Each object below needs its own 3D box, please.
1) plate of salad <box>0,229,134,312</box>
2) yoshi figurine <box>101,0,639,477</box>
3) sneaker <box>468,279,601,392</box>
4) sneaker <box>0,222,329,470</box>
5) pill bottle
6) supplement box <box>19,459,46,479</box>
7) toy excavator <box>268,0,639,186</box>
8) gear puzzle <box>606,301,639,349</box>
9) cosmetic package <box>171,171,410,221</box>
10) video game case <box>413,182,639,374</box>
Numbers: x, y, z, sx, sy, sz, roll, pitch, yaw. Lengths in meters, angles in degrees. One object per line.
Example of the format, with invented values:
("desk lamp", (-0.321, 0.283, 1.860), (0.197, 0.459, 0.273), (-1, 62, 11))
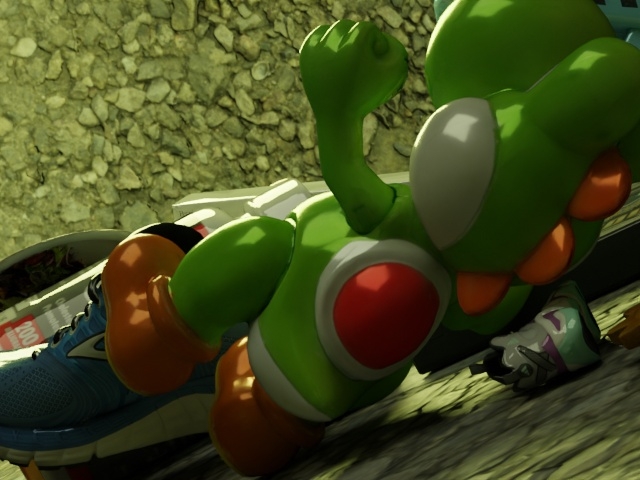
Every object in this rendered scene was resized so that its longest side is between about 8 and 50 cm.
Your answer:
("plate of salad", (-0.211, 0.062, 1.638), (0.199, 0.048, 0.200), (-18, -32, -11))
("yoshi figurine", (0.051, -0.026, 1.137), (0.362, 0.203, 0.203), (-33, -13, 29))
("sneaker", (0.110, 0.054, 1.038), (0.069, 0.038, 0.098), (-26, 3, 12))
("sneaker", (-0.119, 0.060, 1.349), (0.330, 0.147, 0.130), (-13, 14, 23))
("pill bottle", (-0.112, 0.073, 1.548), (0.283, 0.161, 0.161), (-29, 3, -8))
("supplement box", (-0.163, 0.138, 1.743), (0.233, 0.080, 0.078), (-25, 3, 15))
("toy excavator", (0.167, -0.117, 1.787), (0.432, 0.445, 0.222), (7, -20, 10))
("gear puzzle", (0.279, -0.023, 0.889), (0.339, 0.044, 0.175), (-30, 4, 21))
("cosmetic package", (0.000, 0.000, 1.670), (0.239, 0.099, 0.060), (-6, 8, 15))
("video game case", (0.207, -0.010, 1.317), (0.274, 0.035, 0.248), (-27, 3, 23))
